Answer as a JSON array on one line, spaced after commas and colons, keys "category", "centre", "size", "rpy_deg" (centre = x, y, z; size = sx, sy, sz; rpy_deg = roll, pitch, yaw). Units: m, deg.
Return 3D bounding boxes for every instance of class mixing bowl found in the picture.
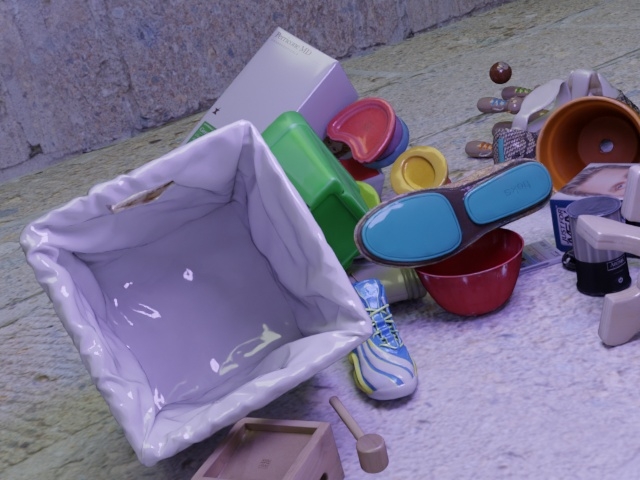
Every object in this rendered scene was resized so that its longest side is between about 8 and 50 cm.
[{"category": "mixing bowl", "centre": [0.241, 0.058, 1.416], "size": [0.181, 0.098, 0.181], "rpy_deg": [-13, 21, 5]}]

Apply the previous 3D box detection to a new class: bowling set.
[{"category": "bowling set", "centre": [0.466, -0.319, 2.109], "size": [0.287, 0.200, 0.154], "rpy_deg": [-33, 29, -32]}]

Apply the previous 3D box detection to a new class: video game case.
[{"category": "video game case", "centre": [0.349, 0.033, 1.532], "size": [0.122, 0.011, 0.087], "rpy_deg": [-16, 21, -6]}]

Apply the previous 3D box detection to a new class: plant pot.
[{"category": "plant pot", "centre": [0.541, -0.178, 1.719], "size": [0.205, 0.205, 0.188], "rpy_deg": [-2, 8, 29]}]

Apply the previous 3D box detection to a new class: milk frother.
[{"category": "milk frother", "centre": [0.424, -0.004, 1.404], "size": [0.129, 0.134, 0.143], "rpy_deg": [-29, 25, -35]}]

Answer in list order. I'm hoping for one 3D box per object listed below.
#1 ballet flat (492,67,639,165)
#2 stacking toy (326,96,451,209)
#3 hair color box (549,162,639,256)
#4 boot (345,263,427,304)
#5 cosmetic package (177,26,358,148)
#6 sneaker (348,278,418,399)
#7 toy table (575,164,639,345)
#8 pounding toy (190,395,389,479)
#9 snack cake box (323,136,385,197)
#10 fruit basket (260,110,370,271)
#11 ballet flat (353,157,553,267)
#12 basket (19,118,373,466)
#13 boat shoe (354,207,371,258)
[{"category": "ballet flat", "centre": [0.546, -0.274, 1.948], "size": [0.483, 0.182, 0.164], "rpy_deg": [-29, 24, -34]}, {"category": "stacking toy", "centre": [0.114, -0.127, 1.883], "size": [0.279, 0.130, 0.309], "rpy_deg": [-39, 56, 6]}, {"category": "hair color box", "centre": [0.577, -0.051, 1.466], "size": [0.347, 0.105, 0.174], "rpy_deg": [4, 27, 41]}, {"category": "boot", "centre": [0.083, 0.064, 1.539], "size": [0.165, 0.077, 0.213], "rpy_deg": [-16, 23, -7]}, {"category": "cosmetic package", "centre": [-0.114, -0.253, 1.931], "size": [0.197, 0.155, 0.365], "rpy_deg": [35, 85, 29]}, {"category": "sneaker", "centre": [0.073, 0.133, 1.294], "size": [0.091, 0.126, 0.240], "rpy_deg": [-17, 21, -7]}, {"category": "toy table", "centre": [0.471, 0.023, 1.191], "size": [0.161, 0.252, 0.274], "rpy_deg": [-2, 12, -11]}, {"category": "pounding toy", "centre": [-0.012, 0.271, 1.044], "size": [0.206, 0.094, 0.181], "rpy_deg": [-3, 24, 28]}, {"category": "snack cake box", "centre": [0.015, -0.186, 2.020], "size": [0.152, 0.089, 0.264], "rpy_deg": [-20, 56, -18]}, {"category": "fruit basket", "centre": [-0.115, -0.030, 1.542], "size": [0.392, 0.283, 0.392], "rpy_deg": [-19, 48, 23]}, {"category": "ballet flat", "centre": [0.205, -0.038, 1.416], "size": [0.348, 0.123, 0.123], "rpy_deg": [-21, 22, -15]}, {"category": "basket", "centre": [-0.165, 0.074, 1.178], "size": [0.328, 0.331, 0.266], "rpy_deg": [-29, -5, -15]}, {"category": "boat shoe", "centre": [0.000, 0.000, 1.724], "size": [0.103, 0.113, 0.302], "rpy_deg": [-32, 16, -35]}]
